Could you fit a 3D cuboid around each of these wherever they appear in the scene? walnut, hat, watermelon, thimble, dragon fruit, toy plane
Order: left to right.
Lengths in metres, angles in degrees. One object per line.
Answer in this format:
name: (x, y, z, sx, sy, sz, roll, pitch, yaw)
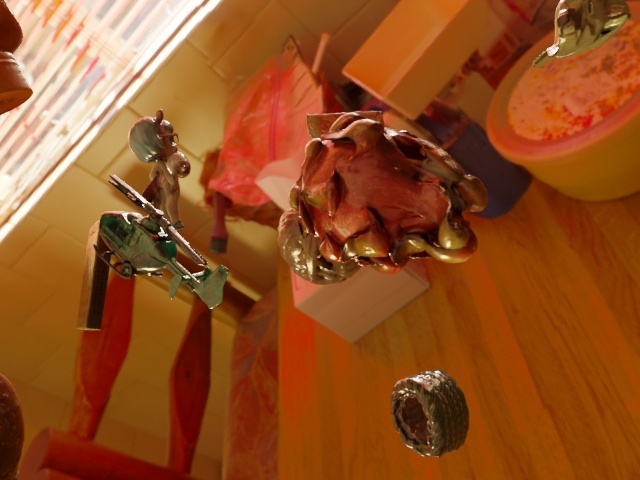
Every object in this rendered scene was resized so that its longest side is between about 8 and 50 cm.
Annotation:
toy plane: (-0.206, 0.012, 0.722, 0.235, 0.060, 0.096, 37, 106, 21)
walnut: (0.001, -0.002, 1.107, 0.178, 0.230, 0.178, -2, 73, 6)
watermelon: (0.056, -0.235, 1.385, 0.202, 0.207, 0.136, -35, -10, -32)
dragon fruit: (0.096, -0.059, 0.848, 0.227, 0.307, 0.243, -34, -21, -25)
thimble: (0.185, 0.295, 0.984, 0.118, 0.090, 0.135, -18, 81, 53)
hat: (0.318, -0.259, 0.718, 0.122, 0.081, 0.166, -63, -2, -4)

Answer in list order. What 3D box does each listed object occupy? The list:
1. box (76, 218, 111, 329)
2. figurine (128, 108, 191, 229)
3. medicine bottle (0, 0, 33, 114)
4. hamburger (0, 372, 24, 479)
box: (-0.410, 0.065, 1.043, 0.121, 0.030, 0.193, -15, 68, 59)
figurine: (-0.341, -0.145, 1.225, 0.205, 0.102, 0.260, 172, 88, -67)
medicine bottle: (-0.439, -0.255, 0.664, 0.149, 0.222, 0.112, -30, 11, -18)
hamburger: (-0.574, 0.299, 0.858, 0.146, 0.286, 0.243, -6, 29, 24)
